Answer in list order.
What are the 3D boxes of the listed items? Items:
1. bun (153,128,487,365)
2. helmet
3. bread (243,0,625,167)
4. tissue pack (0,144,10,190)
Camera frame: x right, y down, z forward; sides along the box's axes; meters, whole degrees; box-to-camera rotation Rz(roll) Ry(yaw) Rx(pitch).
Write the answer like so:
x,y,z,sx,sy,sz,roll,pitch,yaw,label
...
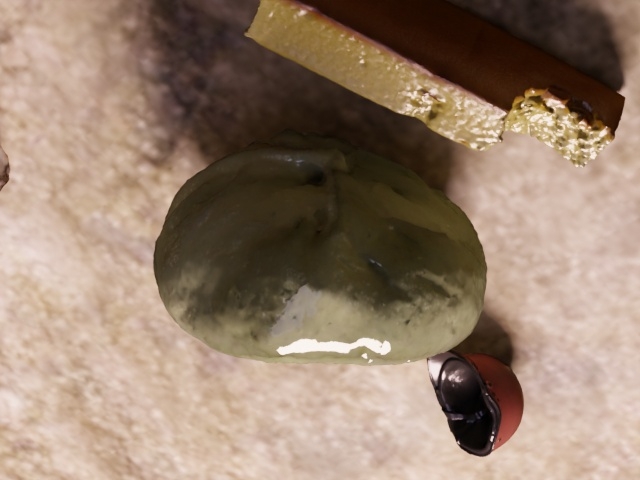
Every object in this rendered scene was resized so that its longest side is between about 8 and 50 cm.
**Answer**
x,y,z,sx,sy,sz,roll,pitch,yaw,label
0.000,0.000,0.950,0.212,0.204,0.127,0,106,-26,bun
0.115,0.105,1.057,0.065,0.049,0.084,-13,98,61,helmet
0.070,-0.104,0.887,0.226,0.088,0.049,27,127,-4,bread
-0.400,-0.062,0.962,0.305,0.239,0.239,-4,125,18,tissue pack
